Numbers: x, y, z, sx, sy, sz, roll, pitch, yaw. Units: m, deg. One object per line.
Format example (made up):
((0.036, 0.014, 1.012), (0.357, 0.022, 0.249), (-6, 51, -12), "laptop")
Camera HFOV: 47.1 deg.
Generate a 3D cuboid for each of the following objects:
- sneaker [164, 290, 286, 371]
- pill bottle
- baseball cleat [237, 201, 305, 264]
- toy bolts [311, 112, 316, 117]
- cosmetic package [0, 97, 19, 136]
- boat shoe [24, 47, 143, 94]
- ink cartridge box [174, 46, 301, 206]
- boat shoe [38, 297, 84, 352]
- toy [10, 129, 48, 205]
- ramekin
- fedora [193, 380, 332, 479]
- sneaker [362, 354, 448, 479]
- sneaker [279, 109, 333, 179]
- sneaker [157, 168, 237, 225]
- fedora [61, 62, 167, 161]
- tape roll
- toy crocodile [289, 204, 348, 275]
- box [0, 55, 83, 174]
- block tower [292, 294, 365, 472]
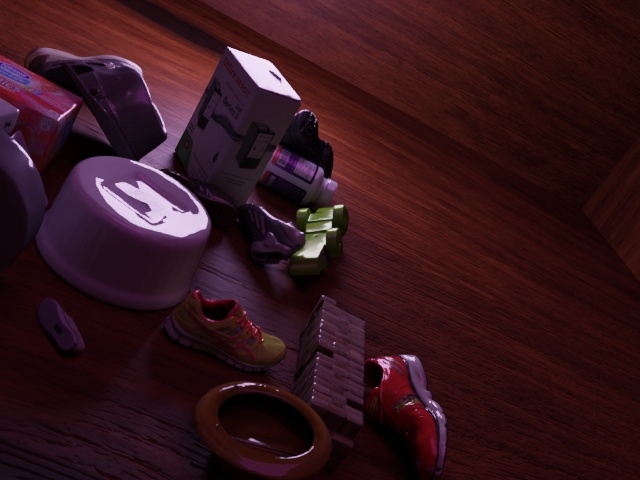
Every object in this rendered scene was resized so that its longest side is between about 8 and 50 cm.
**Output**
((-0.139, 0.143, 1.185), (0.208, 0.094, 0.081), (22, 24, -25), "sneaker")
((-0.058, -0.156, 1.856), (0.193, 0.108, 0.108), (28, 23, -9), "pill bottle")
((-0.128, -0.015, 1.539), (0.206, 0.072, 0.109), (21, 55, 41), "baseball cleat")
((-0.139, -0.318, 2.012), (0.218, 0.158, 0.228), (40, 25, 19), "toy bolts")
((-0.615, -0.179, 1.162), (0.183, 0.151, 0.151), (32, 23, 4), "cosmetic package")
((-0.542, -0.381, 1.725), (0.285, 0.103, 0.092), (1, 43, -44), "boat shoe")
((-0.193, -0.257, 1.660), (0.121, 0.289, 0.211), (12, 30, -39), "ink cartridge box")
((-0.363, 0.121, 1.037), (0.100, 0.035, 0.035), (42, -2, 30), "boat shoe")
((-0.511, -0.070, 1.152), (0.056, 0.137, 0.237), (-10, 26, 3), "toy")
((-0.320, -0.022, 1.238), (0.277, 0.135, 0.277), (26, 24, -13), "ramekin")
((-0.084, 0.275, 1.002), (0.194, 0.079, 0.194), (15, 27, -8), "fedora")
((0.132, 0.300, 1.242), (0.118, 0.107, 0.279), (4, 28, -14), "sneaker")
((-0.050, -0.235, 1.932), (0.130, 0.286, 0.109), (2, 55, 23), "sneaker")
((-0.262, -0.097, 1.557), (0.192, 0.064, 0.086), (28, 16, -10), "sneaker")
((-0.402, -0.270, 1.501), (0.275, 0.124, 0.244), (52, -12, 35), "fedora")
((-0.490, -0.055, 0.985), (0.219, 0.219, 0.072), (27, 24, -12), "tape roll")
((0.000, 0.000, 1.642), (0.115, 0.105, 0.340), (-6, 23, 12), "toy crocodile")
((-0.608, -0.249, 1.319), (0.300, 0.142, 0.154), (27, 24, -12), "box")
((0.014, 0.223, 1.220), (0.097, 0.091, 0.335), (28, 24, -11), "block tower")
